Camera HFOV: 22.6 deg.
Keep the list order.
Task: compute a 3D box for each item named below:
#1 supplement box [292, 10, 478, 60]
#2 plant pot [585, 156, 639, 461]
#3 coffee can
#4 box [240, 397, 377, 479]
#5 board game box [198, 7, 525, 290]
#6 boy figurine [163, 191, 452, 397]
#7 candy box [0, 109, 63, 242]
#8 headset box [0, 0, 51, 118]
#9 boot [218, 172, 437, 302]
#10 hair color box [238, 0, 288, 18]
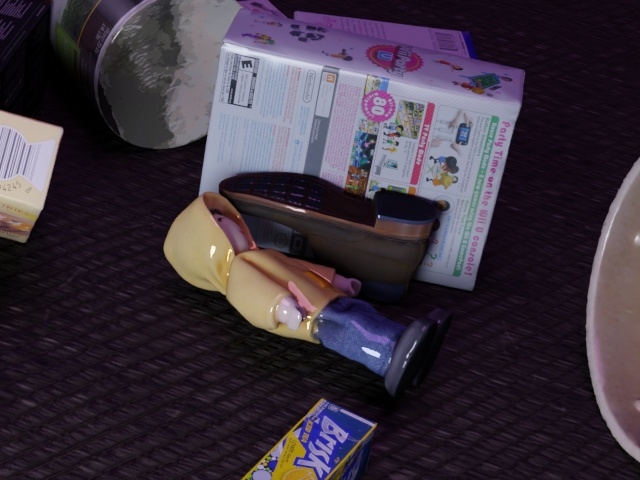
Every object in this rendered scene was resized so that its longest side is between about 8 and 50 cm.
[{"bbox_3d":[0.070,-0.194,1.929,0.220,0.114,0.111,7,33,-9],"label":"supplement box"},{"bbox_3d":[0.466,0.069,1.492,0.305,0.334,0.334,11,30,-23],"label":"plant pot"},{"bbox_3d":[-0.221,-0.260,1.855,0.201,0.202,0.275,-10,38,-30],"label":"coffee can"},{"bbox_3d":[-0.018,0.202,1.333,0.059,0.054,0.169,23,34,19],"label":"box"},{"bbox_3d":[0.037,-0.092,1.655,0.303,0.224,0.097,13,30,2],"label":"board game box"},{"bbox_3d":[-0.018,0.047,1.532,0.285,0.092,0.177,29,17,20],"label":"boy figurine"},{"bbox_3d":[-0.412,-0.090,1.501,0.316,0.183,0.088,16,75,-12],"label":"candy box"},{"bbox_3d":[-0.464,-0.182,1.723,0.283,0.131,0.246,12,32,2],"label":"headset box"},{"bbox_3d":[0.000,0.000,1.609,0.219,0.106,0.082,11,27,2],"label":"boot"},{"bbox_3d":[-0.121,-0.259,2.027,0.167,0.053,0.093,-11,37,-30],"label":"hair color box"}]
